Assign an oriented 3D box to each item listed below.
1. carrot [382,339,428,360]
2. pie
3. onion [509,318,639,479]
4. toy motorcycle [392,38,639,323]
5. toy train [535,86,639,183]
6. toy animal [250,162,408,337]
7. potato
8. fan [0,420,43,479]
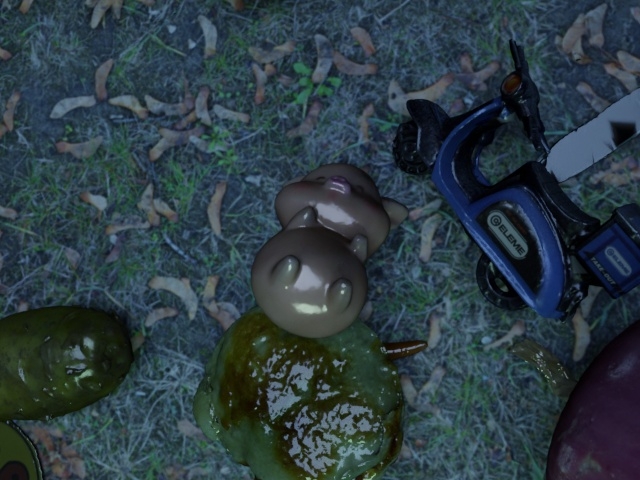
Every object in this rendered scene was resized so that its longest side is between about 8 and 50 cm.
[{"bbox_3d":[0.070,0.148,0.918,0.142,0.035,0.035,-10,83,3],"label":"carrot"},{"bbox_3d":[-0.023,0.204,0.883,0.257,0.105,0.274,-40,72,8],"label":"pie"},{"bbox_3d":[0.405,0.235,0.756,0.359,0.345,0.358,0,99,-1],"label":"onion"},{"bbox_3d":[0.239,-0.068,0.851,0.212,0.125,0.358,-47,70,32],"label":"toy motorcycle"},{"bbox_3d":[0.369,-0.140,0.906,0.252,0.048,0.055,-33,86,8],"label":"toy train"},{"bbox_3d":[0.007,0.008,0.856,0.167,0.154,0.250,29,47,-5],"label":"toy animal"},{"bbox_3d":[-0.368,0.163,0.933,0.251,0.113,0.149,-17,90,13],"label":"potato"},{"bbox_3d":[-0.459,0.380,0.970,0.335,0.011,0.229,41,90,10],"label":"fan"}]
